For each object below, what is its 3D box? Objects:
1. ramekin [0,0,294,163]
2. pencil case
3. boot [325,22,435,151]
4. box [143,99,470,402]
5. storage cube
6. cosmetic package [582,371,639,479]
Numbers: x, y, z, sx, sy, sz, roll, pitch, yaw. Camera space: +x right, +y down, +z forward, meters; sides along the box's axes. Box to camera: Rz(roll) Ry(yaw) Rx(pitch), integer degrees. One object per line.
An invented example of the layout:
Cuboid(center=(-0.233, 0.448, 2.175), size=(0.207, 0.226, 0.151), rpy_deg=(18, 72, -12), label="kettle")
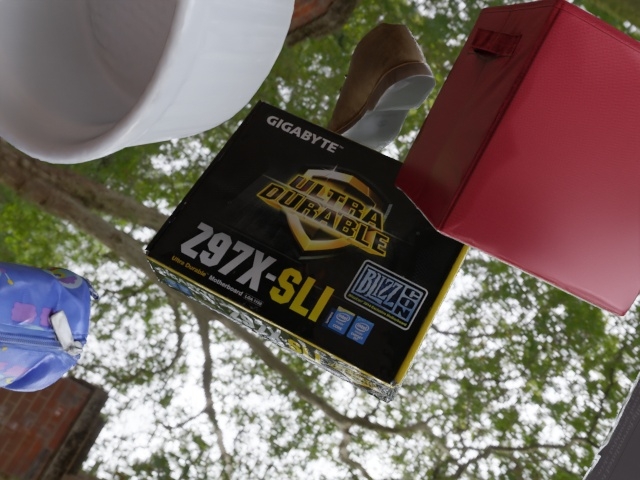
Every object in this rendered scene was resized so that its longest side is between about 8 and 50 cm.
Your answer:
Cuboid(center=(-0.150, -0.201, 0.492), size=(0.277, 0.277, 0.135), rpy_deg=(-32, 172, 34), label="ramekin")
Cuboid(center=(-0.298, 0.048, 0.500), size=(0.133, 0.306, 0.120), rpy_deg=(14, -101, 21), label="pencil case")
Cuboid(center=(0.071, -0.219, 1.049), size=(0.305, 0.112, 0.115), rpy_deg=(-43, -121, 56), label="boot")
Cuboid(center=(0.000, 0.000, 0.783), size=(0.257, 0.321, 0.079), rpy_deg=(-58, 164, -23), label="box")
Cuboid(center=(0.201, -0.079, 0.594), size=(0.193, 0.214, 0.184), rpy_deg=(-64, -168, 13), label="storage cube")
Cuboid(center=(0.231, 0.158, 0.272), size=(0.127, 0.237, 0.107), rpy_deg=(-56, 175, -8), label="cosmetic package")
